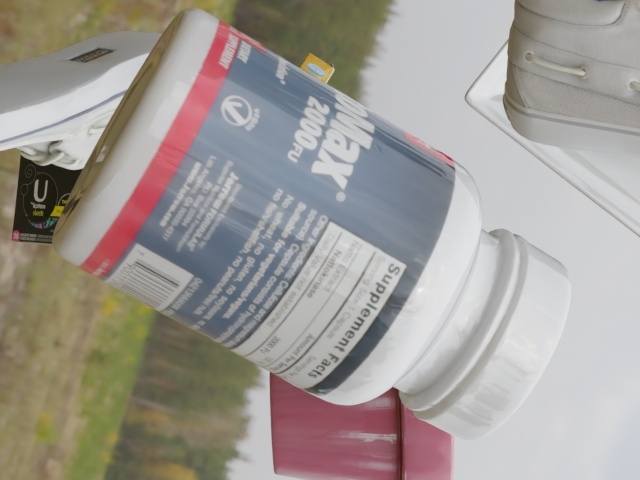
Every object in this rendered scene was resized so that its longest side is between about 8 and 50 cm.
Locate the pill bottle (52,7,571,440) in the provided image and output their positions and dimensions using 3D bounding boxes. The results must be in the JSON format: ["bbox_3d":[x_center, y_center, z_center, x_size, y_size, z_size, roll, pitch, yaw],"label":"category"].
[{"bbox_3d":[0.000,0.000,0.578,0.108,0.180,0.108,-55,-166,21],"label":"pill bottle"}]

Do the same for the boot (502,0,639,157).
[{"bbox_3d":[0.246,-0.117,0.972,0.095,0.258,0.123,-70,161,-50],"label":"boot"}]

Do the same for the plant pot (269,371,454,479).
[{"bbox_3d":[0.040,0.174,1.549,0.201,0.180,0.201,177,-90,-89],"label":"plant pot"}]

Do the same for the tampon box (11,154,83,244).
[{"bbox_3d":[-0.299,-0.071,1.865,0.101,0.120,0.161,7,87,-54],"label":"tampon box"}]

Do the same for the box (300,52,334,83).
[{"bbox_3d":[-0.034,-0.086,1.179,0.136,0.028,0.081,-62,-174,-32],"label":"box"}]

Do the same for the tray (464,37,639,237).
[{"bbox_3d":[0.283,-0.107,1.432,0.145,0.270,0.030,-52,178,0],"label":"tray"}]

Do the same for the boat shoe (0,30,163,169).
[{"bbox_3d":[-0.205,-0.101,1.200,0.267,0.096,0.088,-39,136,-59],"label":"boat shoe"}]
